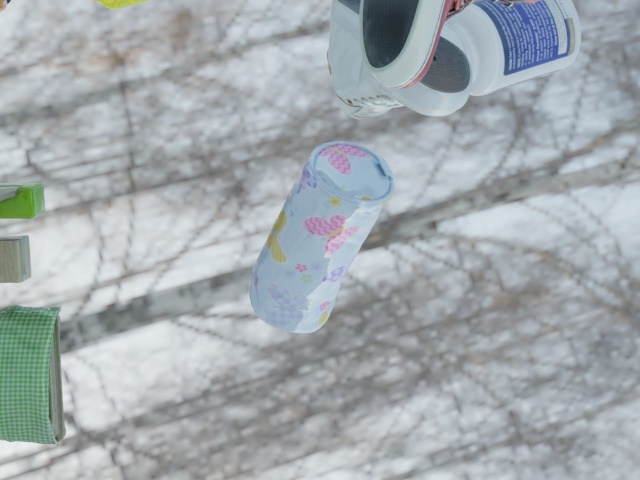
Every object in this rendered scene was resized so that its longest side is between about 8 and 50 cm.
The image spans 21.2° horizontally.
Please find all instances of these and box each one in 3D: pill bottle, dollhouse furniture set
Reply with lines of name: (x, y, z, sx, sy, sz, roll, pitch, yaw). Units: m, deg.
pill bottle: (0.202, -0.231, 2.005, 0.112, 0.186, 0.112, 38, -42, 45)
dollhouse furniture set: (-0.403, 0.093, 1.867, 0.197, 0.151, 0.302, 0, -82, 15)

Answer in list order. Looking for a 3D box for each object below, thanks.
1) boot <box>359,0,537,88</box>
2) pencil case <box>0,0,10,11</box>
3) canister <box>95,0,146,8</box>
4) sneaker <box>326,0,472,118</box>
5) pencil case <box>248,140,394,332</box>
boot: (0.129, -0.213, 1.487, 0.088, 0.176, 0.244, -15, -127, 45)
pencil case: (-0.512, -0.231, 2.140, 0.124, 0.284, 0.124, 30, -15, 9)
canister: (-0.190, -0.273, 1.467, 0.170, 0.126, 0.073, 36, -43, 38)
sneaker: (0.084, -0.175, 1.890, 0.290, 0.106, 0.123, -126, -138, -59)
pencil case: (0.000, 0.000, 2.188, 0.113, 0.124, 0.273, -99, -155, -43)
